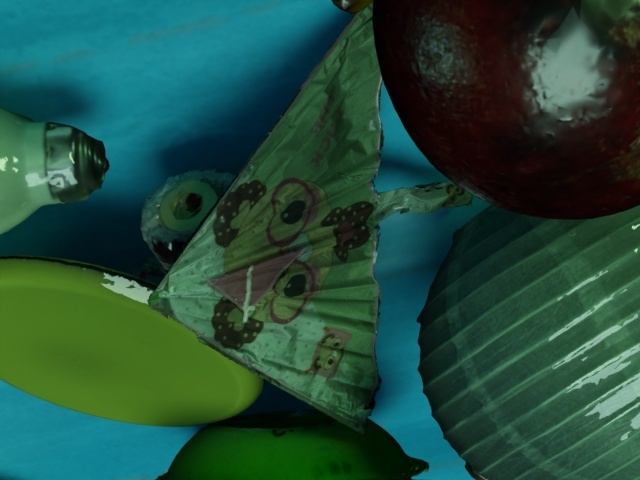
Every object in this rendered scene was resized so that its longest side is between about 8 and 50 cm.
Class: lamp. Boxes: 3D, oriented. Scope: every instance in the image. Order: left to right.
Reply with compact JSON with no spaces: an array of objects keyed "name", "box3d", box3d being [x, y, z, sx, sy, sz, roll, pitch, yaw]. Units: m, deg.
[{"name":"lamp","box3d":[-0.257,-0.040,1.057,0.250,0.101,0.101,-5,136,5]},{"name":"lamp","box3d":[0.186,0.067,1.131,0.265,0.233,0.233,-31,132,12]}]

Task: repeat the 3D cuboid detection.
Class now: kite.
[{"name":"kite","box3d":[0.000,0.000,1.096,0.267,0.013,0.323,-21,124,-33]}]

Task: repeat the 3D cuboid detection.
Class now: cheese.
[{"name":"cheese","box3d":[-0.006,0.171,1.211,0.204,0.083,0.320,-4,-177,-23]}]

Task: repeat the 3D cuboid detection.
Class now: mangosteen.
[{"name":"mangosteen","box3d":[0.111,-0.135,0.955,0.261,0.235,0.235,20,152,37]}]

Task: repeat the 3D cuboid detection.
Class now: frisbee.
[{"name":"frisbee","box3d":[-0.154,0.075,1.181,0.236,0.017,0.236,10,152,5]}]

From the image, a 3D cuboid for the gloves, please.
[{"name":"gloves","box3d":[-0.064,0.006,1.131,0.110,0.094,0.144,7,155,-3]}]
